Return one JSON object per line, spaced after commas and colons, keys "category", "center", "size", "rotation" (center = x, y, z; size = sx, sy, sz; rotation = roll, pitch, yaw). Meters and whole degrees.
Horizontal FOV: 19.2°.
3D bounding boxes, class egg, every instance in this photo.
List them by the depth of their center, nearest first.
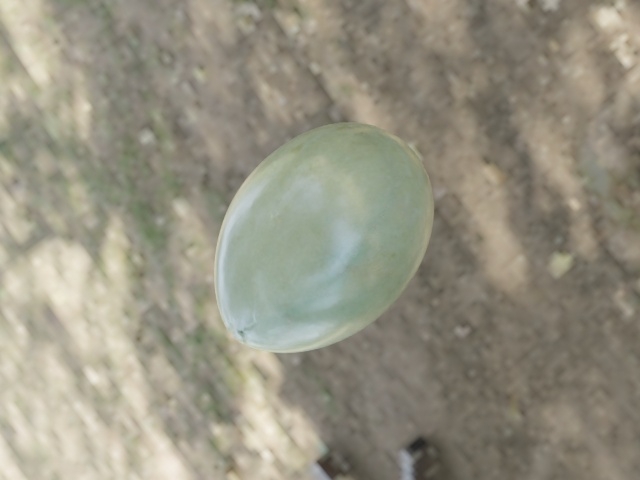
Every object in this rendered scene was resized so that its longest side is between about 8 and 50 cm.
{"category": "egg", "center": [0.000, 0.000, 1.111], "size": [0.114, 0.152, 0.114], "rotation": [40, -178, -2]}
